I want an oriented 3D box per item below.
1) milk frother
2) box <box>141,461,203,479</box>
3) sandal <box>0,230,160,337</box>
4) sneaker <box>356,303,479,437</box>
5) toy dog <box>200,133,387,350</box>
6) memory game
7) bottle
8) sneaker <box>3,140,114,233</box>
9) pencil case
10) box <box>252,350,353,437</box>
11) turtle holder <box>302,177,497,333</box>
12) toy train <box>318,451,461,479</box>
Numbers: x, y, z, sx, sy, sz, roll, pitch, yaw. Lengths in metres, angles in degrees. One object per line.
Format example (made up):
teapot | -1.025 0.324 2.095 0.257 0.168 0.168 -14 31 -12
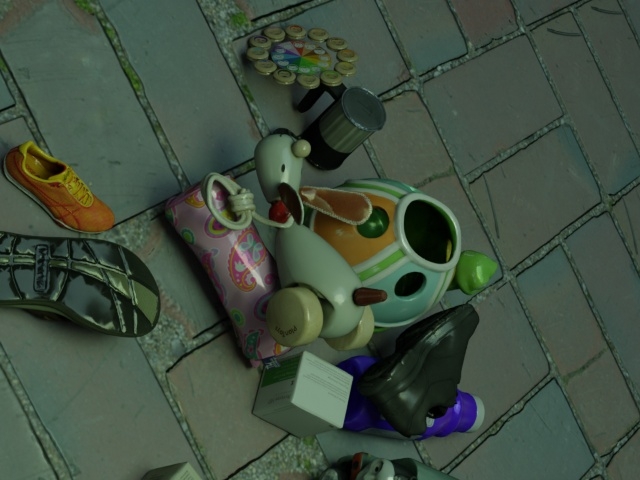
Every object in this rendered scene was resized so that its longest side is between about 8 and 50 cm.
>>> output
milk frother | 0.008 -0.173 1.958 0.129 0.135 0.143 38 50 -10
box | -0.151 0.433 1.626 0.275 0.094 0.113 56 47 -12
sandal | -0.351 0.051 1.596 0.303 0.086 0.120 15 70 -22
sneaker | 0.168 0.199 1.884 0.286 0.109 0.130 -38 98 -43
toy dog | 0.000 0.000 1.715 0.220 0.161 0.334 -31 95 -55
memory game | -0.029 -0.299 1.976 0.186 0.012 0.186 5 39 -4
bottle | 0.144 0.259 1.958 0.283 0.092 0.118 15 59 -39
sneaker | -0.345 -0.066 1.648 0.175 0.067 0.064 36 52 -30
pencil case | -0.117 0.044 1.784 0.124 0.124 0.284 -36 101 -44
box | -0.026 0.229 1.808 0.102 0.101 0.087 31 57 -29
turtle holder | 0.115 0.036 1.918 0.320 0.227 0.243 45 49 -21
toy train | 0.157 0.409 1.848 0.334 0.190 0.142 31 56 -31
